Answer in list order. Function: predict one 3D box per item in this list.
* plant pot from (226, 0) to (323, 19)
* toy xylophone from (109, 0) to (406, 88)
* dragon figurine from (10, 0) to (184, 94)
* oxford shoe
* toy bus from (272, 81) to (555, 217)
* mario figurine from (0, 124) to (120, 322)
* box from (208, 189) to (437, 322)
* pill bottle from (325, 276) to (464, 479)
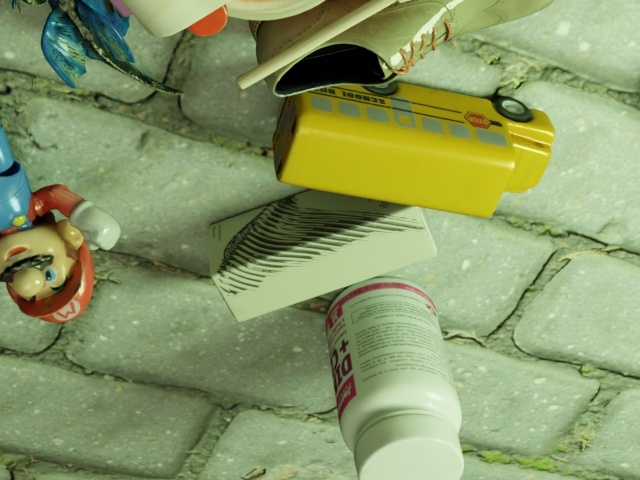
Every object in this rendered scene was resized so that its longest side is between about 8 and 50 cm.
[{"bbox_3d":[-0.063,-0.348,1.069,0.274,0.243,0.275,-4,131,-4],"label":"plant pot"},{"bbox_3d":[-0.049,-0.260,0.930,0.322,0.081,0.236,-22,129,11],"label":"toy xylophone"},{"bbox_3d":[-0.247,-0.221,1.215,0.085,0.144,0.289,-21,130,11],"label":"dragon figurine"},{"bbox_3d":[0.099,-0.227,1.254,0.348,0.130,0.123,-13,148,7],"label":"oxford shoe"},{"bbox_3d":[0.116,-0.113,1.367,0.332,0.130,0.108,9,129,-15],"label":"toy bus"},{"bbox_3d":[-0.369,-0.021,1.348,0.198,0.170,0.321,1,132,38],"label":"mario figurine"},{"bbox_3d":[0.000,0.000,1.463,0.275,0.113,0.094,-20,129,8],"label":"box"},{"bbox_3d":[0.098,0.197,1.529,0.160,0.283,0.160,-4,130,-5],"label":"pill bottle"}]
